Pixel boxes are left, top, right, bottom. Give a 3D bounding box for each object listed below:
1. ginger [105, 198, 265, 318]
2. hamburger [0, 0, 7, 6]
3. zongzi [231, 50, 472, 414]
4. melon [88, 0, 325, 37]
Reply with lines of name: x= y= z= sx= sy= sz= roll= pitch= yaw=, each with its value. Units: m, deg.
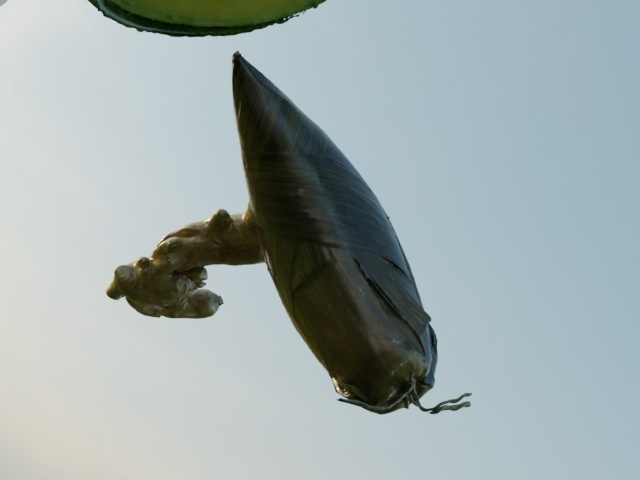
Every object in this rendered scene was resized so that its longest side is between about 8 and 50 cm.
ginger: x=-0.109 y=0.022 z=1.111 sx=0.193 sy=0.176 sz=0.052 roll=106 pitch=-33 yaw=-49
hamburger: x=-0.318 y=-0.284 z=0.594 sx=0.445 sy=0.268 sz=0.287 roll=61 pitch=-14 yaw=-21
zongzi: x=0.000 y=0.000 z=0.919 sx=0.241 sy=0.111 sz=0.247 roll=59 pitch=4 yaw=-35
melon: x=-0.106 y=-0.284 z=1.066 sx=0.265 sy=0.169 sz=0.129 roll=-4 pitch=-18 yaw=-16
